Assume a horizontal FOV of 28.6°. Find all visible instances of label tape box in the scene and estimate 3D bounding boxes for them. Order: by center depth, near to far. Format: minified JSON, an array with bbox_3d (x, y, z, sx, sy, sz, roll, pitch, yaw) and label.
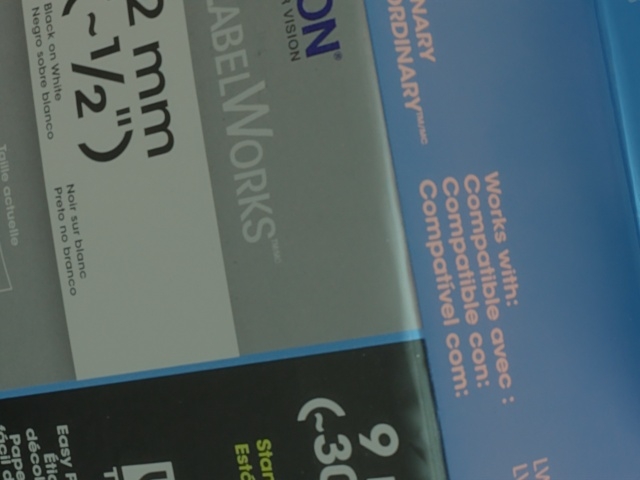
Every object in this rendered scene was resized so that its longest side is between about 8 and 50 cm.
[{"bbox_3d":[0.000,0.000,0.465,0.348,0.115,0.249,-11,87,33],"label":"label tape box"}]

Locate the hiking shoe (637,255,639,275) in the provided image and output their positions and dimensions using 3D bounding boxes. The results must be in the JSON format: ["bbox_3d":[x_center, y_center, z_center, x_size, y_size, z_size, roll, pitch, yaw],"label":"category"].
[{"bbox_3d":[0.163,0.004,0.505,0.227,0.114,0.086,-39,96,19],"label":"hiking shoe"}]
